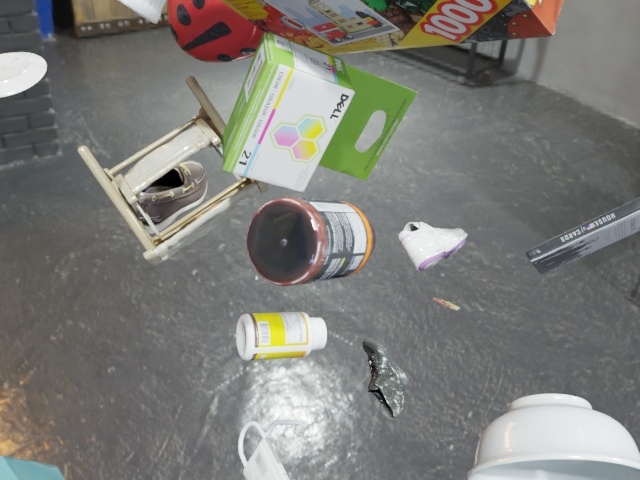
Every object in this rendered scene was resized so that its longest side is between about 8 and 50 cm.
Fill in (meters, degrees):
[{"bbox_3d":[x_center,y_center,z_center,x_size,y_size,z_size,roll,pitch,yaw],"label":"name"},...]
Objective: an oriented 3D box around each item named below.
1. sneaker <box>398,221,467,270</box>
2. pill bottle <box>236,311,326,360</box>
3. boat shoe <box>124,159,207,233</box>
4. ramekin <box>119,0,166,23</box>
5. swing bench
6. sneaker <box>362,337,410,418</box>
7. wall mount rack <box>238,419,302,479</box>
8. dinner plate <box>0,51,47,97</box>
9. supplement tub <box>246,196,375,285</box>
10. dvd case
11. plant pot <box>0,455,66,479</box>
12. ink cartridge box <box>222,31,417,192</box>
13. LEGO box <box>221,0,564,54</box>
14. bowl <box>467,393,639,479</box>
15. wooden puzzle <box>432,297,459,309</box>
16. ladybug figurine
[{"bbox_3d":[0.347,-0.011,1.988,0.152,0.114,0.305,51,33,15],"label":"sneaker"},{"bbox_3d":[-0.097,0.240,1.642,0.214,0.117,0.117,1,33,-24],"label":"pill bottle"},{"bbox_3d":[-0.350,-0.127,1.526,0.116,0.097,0.324,19,30,9],"label":"boat shoe"},{"bbox_3d":[-0.415,-0.578,1.309,0.277,0.135,0.277,35,9,-7],"label":"ramekin"},{"bbox_3d":[-0.265,-0.117,1.225,0.253,0.165,0.255,-34,82,-7],"label":"swing bench"},{"bbox_3d":[0.132,0.300,1.430,0.089,0.051,0.170,-34,75,-31],"label":"sneaker"},{"bbox_3d":[-0.102,0.622,1.583,0.130,0.304,0.350,13,25,-36],"label":"wall mount rack"},{"bbox_3d":[-0.541,-0.289,1.109,0.141,0.017,0.141,-1,46,1],"label":"dinner plate"},{"bbox_3d":[0.000,0.000,0.822,0.106,0.106,0.198,23,11,25],"label":"supplement tub"},{"bbox_3d":[0.546,-0.004,1.325,0.238,0.179,0.030,-28,68,17],"label":"dvd case"},{"bbox_3d":[-0.590,0.589,1.325,0.234,0.166,0.165,29,80,35],"label":"plant pot"},{"bbox_3d":[0.004,-0.167,0.966,0.255,0.189,0.097,15,37,-21],"label":"ink cartridge box"},{"bbox_3d":[0.032,-0.428,0.856,0.372,0.193,0.500,26,-8,-41],"label":"LEGO box"},{"bbox_3d":[0.402,0.352,1.121,0.297,0.298,0.134,5,56,2],"label":"bowl"},{"bbox_3d":[0.312,0.156,1.610,0.049,0.006,0.083,15,7,-37],"label":"wooden puzzle"},{"bbox_3d":[-0.242,-0.583,1.668,0.449,0.305,0.162,-12,48,47],"label":"ladybug figurine"}]
